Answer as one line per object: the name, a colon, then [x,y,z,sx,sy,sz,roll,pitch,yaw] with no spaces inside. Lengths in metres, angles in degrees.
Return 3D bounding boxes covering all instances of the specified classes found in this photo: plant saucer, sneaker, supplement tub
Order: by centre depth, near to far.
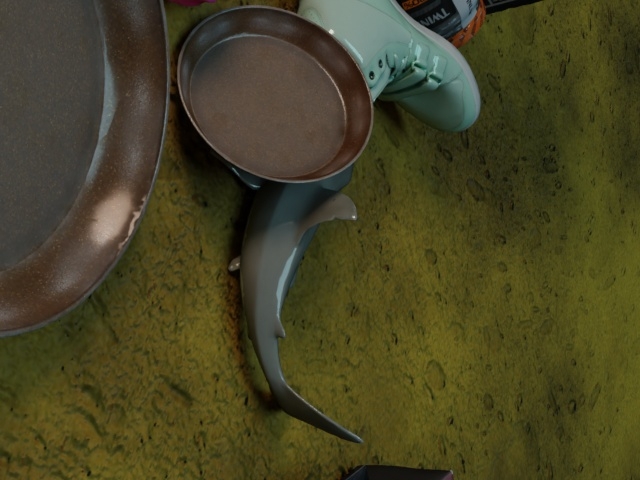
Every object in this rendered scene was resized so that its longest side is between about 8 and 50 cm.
plant saucer: [-0.192,-0.099,0.606,0.311,0.050,0.310,7,90,-65]
plant saucer: [-0.038,-0.116,0.833,0.169,0.029,0.168,10,61,-18]
sneaker: [0.058,-0.150,0.978,0.256,0.094,0.151,40,48,-33]
supplement tub: [0.087,-0.281,1.020,0.190,0.117,0.117,48,48,-39]

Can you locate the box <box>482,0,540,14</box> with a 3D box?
box: [0.200,-0.410,1.046,0.296,0.294,0.182,49,45,-40]

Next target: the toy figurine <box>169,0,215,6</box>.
toy figurine: [-0.106,-0.259,0.767,0.173,0.130,0.159,-5,99,-33]

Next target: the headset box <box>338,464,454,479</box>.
headset box: [0.041,0.342,0.865,0.218,0.110,0.293,-21,102,-53]

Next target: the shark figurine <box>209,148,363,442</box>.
shark figurine: [-0.013,0.016,0.842,0.166,0.116,0.278,32,58,-47]
